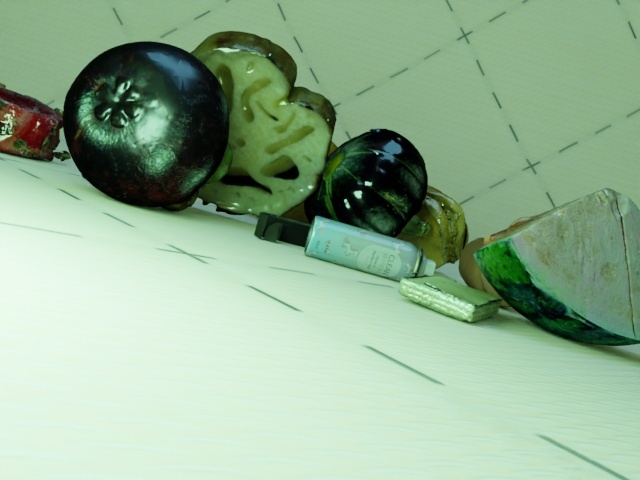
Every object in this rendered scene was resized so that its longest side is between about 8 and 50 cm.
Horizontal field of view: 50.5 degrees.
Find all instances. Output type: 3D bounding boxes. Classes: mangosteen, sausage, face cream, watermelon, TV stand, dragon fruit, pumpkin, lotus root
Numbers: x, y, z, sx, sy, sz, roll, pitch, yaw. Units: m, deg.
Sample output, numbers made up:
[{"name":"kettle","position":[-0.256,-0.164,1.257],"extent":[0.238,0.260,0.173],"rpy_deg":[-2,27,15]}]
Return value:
[{"name":"mangosteen","position":[-0.297,-0.202,1.202],"extent":[0.300,0.300,0.300],"rpy_deg":[16,5,-1]},{"name":"sausage","position":[0.352,0.059,1.386],"extent":[0.121,0.121,0.304],"rpy_deg":[17,5,3]},{"name":"face cream","position":[0.090,0.021,1.199],"extent":[0.229,0.075,0.075],"rpy_deg":[15,5,-6]},{"name":"watermelon","position":[0.411,0.071,1.129],"extent":[0.319,0.292,0.222],"rpy_deg":[-35,3,-34]},{"name":"TV stand","position":[0.000,0.000,1.303],"extent":[0.257,0.048,0.040],"rpy_deg":[15,6,-28]},{"name":"dragon fruit","position":[-0.682,-0.268,1.522],"extent":[0.211,0.147,0.282],"rpy_deg":[20,7,40]},{"name":"pumpkin","position":[0.119,-0.094,1.517],"extent":[0.296,0.295,0.296],"rpy_deg":[16,5,-1]},{"name":"lotus root","position":[-0.161,-0.217,1.390],"extent":[0.390,0.375,0.111],"rpy_deg":[57,15,-30]}]

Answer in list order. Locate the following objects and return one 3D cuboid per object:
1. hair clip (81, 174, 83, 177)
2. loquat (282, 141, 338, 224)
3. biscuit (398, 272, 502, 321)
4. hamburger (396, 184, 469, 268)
[{"name":"hair clip","position":[-0.387,-0.119,1.440],"extent":[0.230,0.039,0.070],"rpy_deg":[13,7,-25]},{"name":"loquat","position":[-0.060,-0.160,1.774],"extent":[0.263,0.263,0.263],"rpy_deg":[16,5,-1]},{"name":"biscuit","position":[0.200,0.086,1.032],"extent":[0.121,0.040,0.199],"rpy_deg":[23,7,24]},{"name":"hamburger","position":[0.258,-0.029,1.637],"extent":[0.108,0.213,0.214],"rpy_deg":[-30,28,-24]}]
